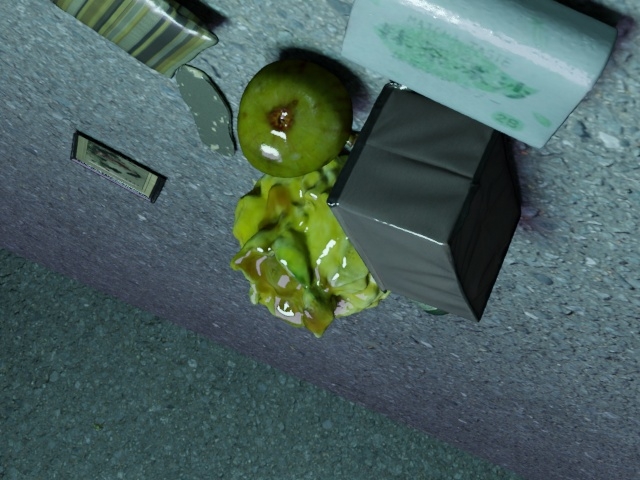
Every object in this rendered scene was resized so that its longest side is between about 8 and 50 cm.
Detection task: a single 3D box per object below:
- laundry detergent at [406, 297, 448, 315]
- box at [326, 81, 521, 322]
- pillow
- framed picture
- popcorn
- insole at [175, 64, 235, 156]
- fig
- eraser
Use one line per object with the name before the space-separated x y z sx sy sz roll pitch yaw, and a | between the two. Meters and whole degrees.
laundry detergent | 0.127 0.045 1.548 0.222 0.078 0.144 29 165 -14
box | 0.140 -0.038 1.130 0.153 0.188 0.252 17 158 25
pillow | -0.242 -0.286 1.156 0.212 0.052 0.208 35 162 -20
framed picture | -0.402 -0.142 1.837 0.195 0.010 0.199 29 162 -9
popcorn | 0.000 0.000 1.355 0.258 0.270 0.224 -30 144 12
insole | -0.166 -0.189 1.392 0.081 0.011 0.248 23 161 11
fig | -0.024 -0.158 1.148 0.148 0.186 0.142 4 115 3
eraser | 0.140 -0.188 0.879 0.227 0.081 0.174 26 161 1
